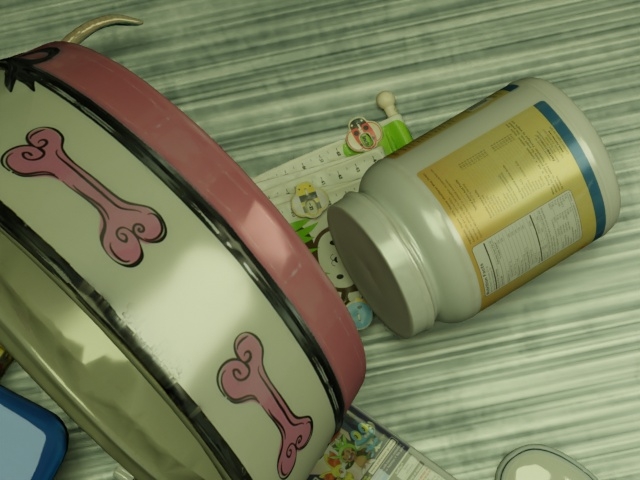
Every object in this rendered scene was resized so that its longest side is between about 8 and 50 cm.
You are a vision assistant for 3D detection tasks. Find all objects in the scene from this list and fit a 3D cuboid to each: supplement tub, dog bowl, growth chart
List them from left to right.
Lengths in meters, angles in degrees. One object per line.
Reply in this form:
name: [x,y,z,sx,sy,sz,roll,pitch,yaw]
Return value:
dog bowl: [-0.135,0.031,1.419,0.408,0.408,0.150,43,73,10]
growth chart: [0.000,0.000,1.629,0.237,0.021,0.172,-29,80,-14]
supplement tub: [0.121,-0.024,1.565,0.199,0.144,0.144,-30,79,-14]

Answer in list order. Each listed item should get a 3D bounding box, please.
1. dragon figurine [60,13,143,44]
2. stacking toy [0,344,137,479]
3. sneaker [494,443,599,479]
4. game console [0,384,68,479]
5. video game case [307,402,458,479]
dragon figurine: [-0.256,-0.069,1.645,0.085,0.144,0.289,27,63,10]
stacking toy: [-0.169,0.074,1.630,0.167,0.052,0.221,31,83,9]
sneaker: [0.224,0.270,1.545,0.094,0.091,0.258,-33,79,-2]
game console: [-0.382,0.217,1.596,0.173,0.250,0.293,33,81,-35]
video game case: [0.005,0.241,1.602,0.183,0.023,0.201,36,85,9]
